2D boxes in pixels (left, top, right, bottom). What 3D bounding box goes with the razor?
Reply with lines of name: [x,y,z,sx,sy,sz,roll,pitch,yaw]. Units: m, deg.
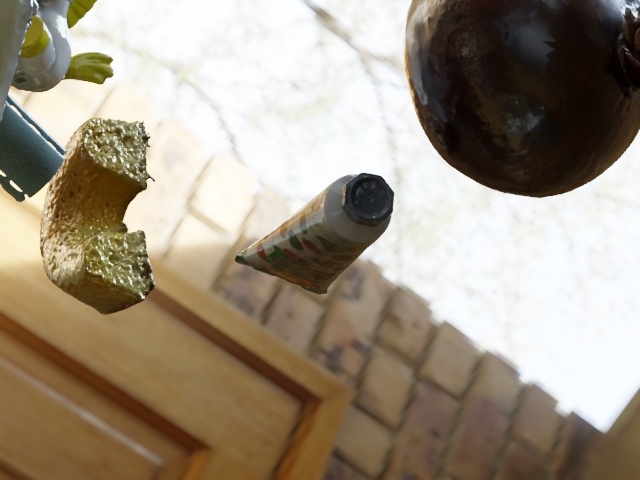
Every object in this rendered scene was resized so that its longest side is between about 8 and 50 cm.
razor: [-0.335,-0.112,1.749,0.068,0.106,0.232,-50,-147,-11]

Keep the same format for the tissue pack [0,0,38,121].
tissue pack: [-0.416,-0.092,1.253,0.207,0.380,0.297,-142,-112,-68]

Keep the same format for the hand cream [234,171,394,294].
hand cream: [0.000,0.000,1.617,0.276,0.095,0.059,138,-28,-68]

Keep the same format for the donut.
donut: [-0.275,-0.013,2.234,0.152,0.101,0.259,-40,-133,42]

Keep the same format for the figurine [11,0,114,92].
figurine: [-0.250,-0.220,1.655,0.109,0.130,0.178,-20,-112,55]

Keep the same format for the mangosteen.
mangosteen: [0.204,-0.153,1.506,0.261,0.235,0.235,-5,-131,36]
